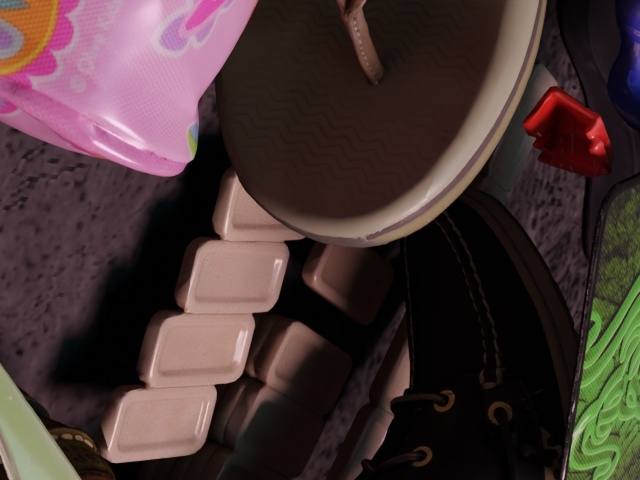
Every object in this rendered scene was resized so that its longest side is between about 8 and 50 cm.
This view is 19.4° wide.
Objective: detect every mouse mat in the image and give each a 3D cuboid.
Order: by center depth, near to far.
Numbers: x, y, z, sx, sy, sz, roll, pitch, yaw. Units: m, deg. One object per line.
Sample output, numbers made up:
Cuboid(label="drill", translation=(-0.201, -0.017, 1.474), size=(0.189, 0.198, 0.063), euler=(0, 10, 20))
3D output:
Cuboid(label="mouse mat", translation=(0.131, 0.037, 0.722), size=(0.190, 0.007, 0.152), euler=(-22, 122, -59))

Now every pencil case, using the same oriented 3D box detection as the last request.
Cuboid(label="pencil case", translation=(-0.033, -0.159, 0.546), size=(0.124, 0.124, 0.284), euler=(19, 100, -55))

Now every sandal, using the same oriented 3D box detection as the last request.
Cuboid(label="sandal", translation=(0.026, -0.149, 0.626), size=(0.086, 0.120, 0.302), euler=(6, 100, -63))
Cuboid(label="sandal", translation=(0.171, -0.078, 0.910), size=(0.097, 0.054, 0.254), euler=(-41, 141, -24))

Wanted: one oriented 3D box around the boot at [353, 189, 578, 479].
Cuboid(label="boot", translation=(0.018, 0.100, 0.739), size=(0.179, 0.085, 0.236), euler=(-7, 79, -22))

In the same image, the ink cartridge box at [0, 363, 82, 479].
Cuboid(label="ink cartridge box", translation=(-0.181, 0.105, 0.556), size=(0.209, 0.062, 0.109), euler=(-41, 111, -26))

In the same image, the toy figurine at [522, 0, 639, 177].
Cuboid(label="toy figurine", translation=(0.176, -0.170, 0.770), size=(0.362, 0.191, 0.217), euler=(-55, 158, -6))

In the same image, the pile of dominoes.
Cuboid(label="pile of dominoes", translation=(0.000, 0.000, 0.789), size=(0.196, 0.040, 0.251), euler=(37, 76, -55))

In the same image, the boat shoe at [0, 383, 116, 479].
Cuboid(label="boat shoe", translation=(-0.115, 0.198, 0.707), size=(0.111, 0.104, 0.307), euler=(-31, 137, -35))
